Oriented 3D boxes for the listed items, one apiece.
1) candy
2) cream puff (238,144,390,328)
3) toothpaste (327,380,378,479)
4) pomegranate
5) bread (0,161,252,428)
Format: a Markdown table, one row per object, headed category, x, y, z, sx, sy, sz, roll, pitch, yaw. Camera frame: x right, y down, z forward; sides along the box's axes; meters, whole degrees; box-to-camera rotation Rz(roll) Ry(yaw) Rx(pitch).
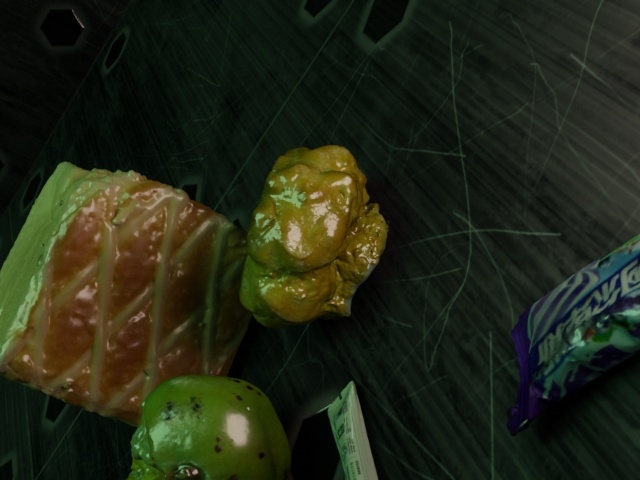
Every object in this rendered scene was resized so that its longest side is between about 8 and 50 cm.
| category | x | y | z | sx | sy | sz | roll | pitch | yaw |
| --- | --- | --- | --- | --- | --- | --- | --- | --- | --- |
| candy | 0.283 | 0.080 | 0.970 | 0.275 | 0.070 | 0.145 | -43 | 28 | 34 |
| cream puff | 0.001 | -0.001 | 1.376 | 0.282 | 0.185 | 0.282 | 15 | -90 | -81 |
| toothpaste | 0.044 | 0.272 | 1.217 | 0.064 | 0.041 | 0.218 | -55 | 27 | 26 |
| pomegranate | -0.160 | 0.297 | 1.358 | 0.302 | 0.236 | 0.236 | 171 | 123 | -84 |
| bread | -0.318 | 0.104 | 1.571 | 0.279 | 0.371 | 0.390 | 11 | 73 | 63 |
